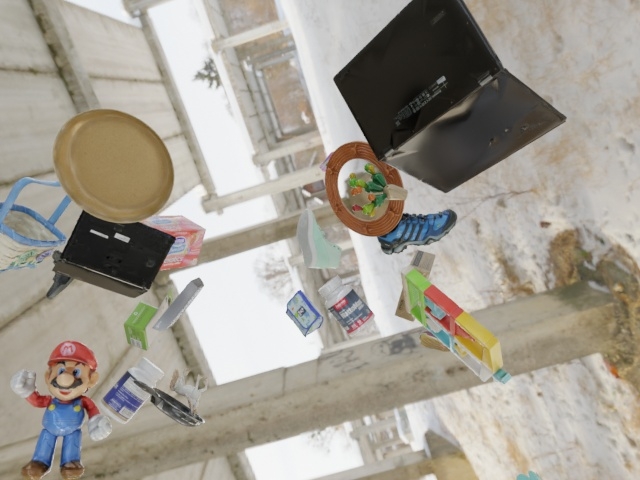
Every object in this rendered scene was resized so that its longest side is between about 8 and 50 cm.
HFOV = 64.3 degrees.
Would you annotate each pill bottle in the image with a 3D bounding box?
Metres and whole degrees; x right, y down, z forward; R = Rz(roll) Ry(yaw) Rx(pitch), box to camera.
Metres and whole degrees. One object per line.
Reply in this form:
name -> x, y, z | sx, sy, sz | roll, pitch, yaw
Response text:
pill bottle -> 0.079, 0.205, 1.631 | 0.180, 0.108, 0.108 | 50, -176, 1
pill bottle -> -0.828, 0.659, 2.252 | 0.153, 0.264, 0.153 | 34, 160, 14

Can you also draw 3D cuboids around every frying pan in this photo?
frying pan -> -0.440, 0.493, 1.501 | 0.197, 0.053, 0.326 | 32, 163, 8

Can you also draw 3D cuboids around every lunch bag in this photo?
lunch bag -> -0.055, 0.263, 1.860 | 0.128, 0.096, 0.151 | 48, 148, 18

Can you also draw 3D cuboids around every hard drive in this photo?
hard drive -> -0.596, 0.272, 2.162 | 0.054, 0.254, 0.172 | 39, -179, -1

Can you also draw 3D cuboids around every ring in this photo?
ring -> 0.136, -0.167, 1.720 | 0.032, 0.337, 0.336 | -28, -75, -43

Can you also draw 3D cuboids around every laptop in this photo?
laptop -> 0.312, -0.360, 1.288 | 0.236, 0.382, 0.407 | -22, -99, -48
laptop -> -0.556, 0.038, 1.362 | 0.235, 0.264, 0.136 | 25, -169, -27

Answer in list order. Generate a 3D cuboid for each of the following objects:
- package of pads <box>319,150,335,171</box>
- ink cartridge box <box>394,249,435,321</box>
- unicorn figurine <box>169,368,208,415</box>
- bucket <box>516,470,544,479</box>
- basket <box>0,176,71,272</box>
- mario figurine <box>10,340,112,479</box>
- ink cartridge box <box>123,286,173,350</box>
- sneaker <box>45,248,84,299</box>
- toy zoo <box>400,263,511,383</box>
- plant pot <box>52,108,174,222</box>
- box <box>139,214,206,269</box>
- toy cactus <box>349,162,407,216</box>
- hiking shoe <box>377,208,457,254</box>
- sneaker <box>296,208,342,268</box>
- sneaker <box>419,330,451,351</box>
package of pads -> 0.036, -0.297, 1.904 | 0.032, 0.083, 0.050 | 47, -149, 9
ink cartridge box -> 0.381, 0.179, 2.050 | 0.193, 0.088, 0.234 | -47, -29, -65
unicorn figurine -> -0.398, 0.461, 1.565 | 0.060, 0.162, 0.111 | 48, -119, -51
bucket -> 0.594, 0.827, 1.461 | 0.183, 0.281, 0.281 | 46, 163, 46
basket -> -0.850, -0.054, 1.478 | 0.201, 0.288, 0.255 | 33, -173, 5
mario figurine -> -0.623, 0.402, 1.223 | 0.198, 0.170, 0.320 | 21, -113, -53
ink cartridge box -> -0.762, 0.334, 2.283 | 0.188, 0.097, 0.255 | 107, -176, -50
sneaker -> -1.043, 0.121, 2.034 | 0.130, 0.227, 0.087 | 39, 159, -23
toy zoo -> 0.291, 0.195, 1.102 | 0.293, 0.030, 0.192 | 43, 164, 34
plant pot -> -0.405, -0.147, 1.013 | 0.032, 0.237, 0.236 | -89, -18, -64
box -> -0.563, 0.005, 1.765 | 0.300, 0.142, 0.153 | -8, -58, -59
toy cactus -> 0.173, -0.147, 1.559 | 0.218, 0.181, 0.112 | -83, 5, -53
hiking shoe -> 0.339, -0.049, 1.838 | 0.132, 0.304, 0.113 | 55, -160, -32
sneaker -> 0.000, 0.001, 1.943 | 0.094, 0.151, 0.255 | -43, 46, 43
sneaker -> 0.385, 0.311, 1.677 | 0.186, 0.070, 0.083 | 28, -127, -41
